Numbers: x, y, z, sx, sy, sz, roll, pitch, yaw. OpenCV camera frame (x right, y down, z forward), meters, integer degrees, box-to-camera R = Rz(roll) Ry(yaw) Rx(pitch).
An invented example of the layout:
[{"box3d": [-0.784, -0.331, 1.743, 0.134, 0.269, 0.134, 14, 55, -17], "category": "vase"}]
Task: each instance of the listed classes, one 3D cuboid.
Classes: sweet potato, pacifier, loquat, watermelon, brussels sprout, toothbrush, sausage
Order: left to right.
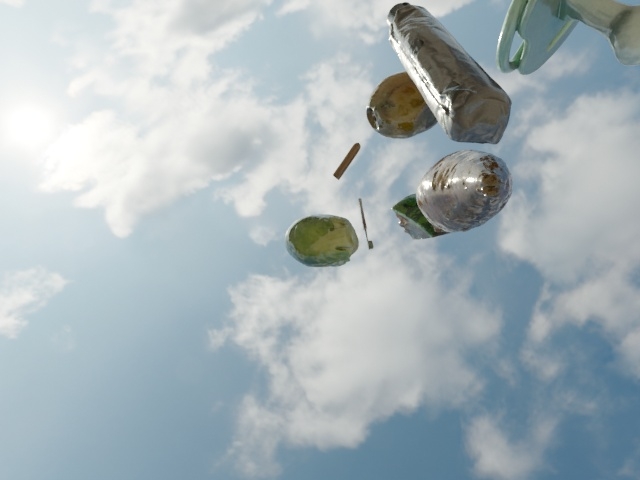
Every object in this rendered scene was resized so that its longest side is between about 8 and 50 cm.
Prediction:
[{"box3d": [-0.002, 0.003, 1.293, 0.181, 0.161, 0.143, -22, -145, 36], "category": "brussels sprout"}, {"box3d": [0.074, -0.221, 1.421, 0.026, 0.026, 0.116, 43, -74, 29], "category": "sausage"}, {"box3d": [0.134, -0.051, 1.549, 0.017, 0.014, 0.194, -6, -127, -6], "category": "toothbrush"}, {"box3d": [0.241, -0.378, 1.421, 0.228, 0.179, 0.179, -22, -120, -6], "category": "loquat"}, {"box3d": [0.322, -0.058, 1.363, 0.231, 0.128, 0.146, -10, -164, -27], "category": "watermelon"}, {"box3d": [0.208, -0.073, 0.759, 0.131, 0.337, 0.131, 0, -89, 12], "category": "sweet potato"}, {"box3d": [0.460, -0.388, 0.896, 0.269, 0.343, 0.288, 43, -79, 24], "category": "pacifier"}]

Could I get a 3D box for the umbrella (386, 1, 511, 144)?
[{"box3d": [0.141, -0.225, 0.638, 0.073, 0.067, 0.337, 11, -142, -18], "category": "umbrella"}]
